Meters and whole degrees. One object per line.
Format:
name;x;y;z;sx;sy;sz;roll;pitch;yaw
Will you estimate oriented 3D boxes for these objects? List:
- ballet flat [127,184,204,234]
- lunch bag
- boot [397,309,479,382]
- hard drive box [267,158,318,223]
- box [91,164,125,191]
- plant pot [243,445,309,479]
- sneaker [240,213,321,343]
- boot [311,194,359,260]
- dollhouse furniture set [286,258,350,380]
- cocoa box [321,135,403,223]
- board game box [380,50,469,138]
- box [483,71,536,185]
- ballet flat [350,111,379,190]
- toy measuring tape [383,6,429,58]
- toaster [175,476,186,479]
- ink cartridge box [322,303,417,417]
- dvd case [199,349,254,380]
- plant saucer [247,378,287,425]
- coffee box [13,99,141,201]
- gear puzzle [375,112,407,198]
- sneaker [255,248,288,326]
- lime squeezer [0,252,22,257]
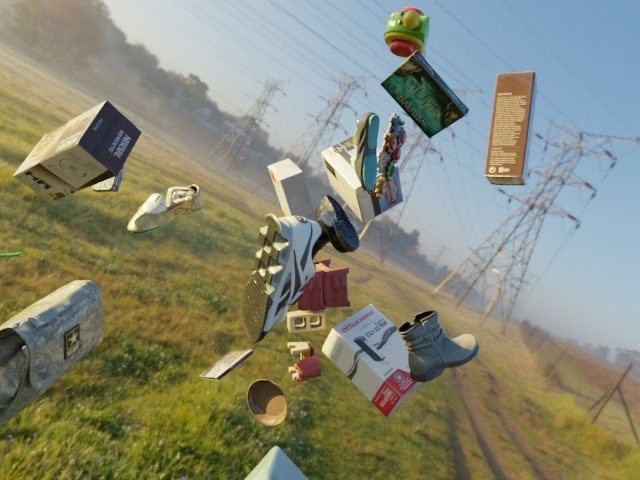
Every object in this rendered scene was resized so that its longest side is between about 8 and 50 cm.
ballet flat;-0.568;-0.130;1.628;0.123;0.123;0.348;32;33;15
lunch bag;-0.618;0.233;0.960;0.169;0.287;0.235;43;19;-6
boot;0.322;0.257;1.176;0.246;0.161;0.083;-18;9;-28
hard drive box;-0.097;-0.157;1.600;0.181;0.089;0.232;-129;-160;-59
box;-0.709;-0.209;1.471;0.136;0.094;0.027;3;-14;37
plant pot;-0.142;0.794;1.251;0.248;0.247;0.252;43;-7;10
sneaker;-0.081;0.097;0.991;0.146;0.331;0.122;-1;36;-37
boot;0.003;0.002;1.717;0.131;0.260;0.348;36;18;-29
dollhouse furniture set;-0.011;0.253;1.339;0.152;0.375;0.201;-4;8;-15
cocoa box;0.198;-0.303;2.085;0.347;0.227;0.232;54;-10;42
board game box;0.245;-0.342;1.049;0.186;0.026;0.126;43;-30;-12
box;0.720;-0.410;1.659;0.143;0.382;0.191;6;0;29
ballet flat;0.116;-0.236;1.173;0.074;0.204;0.074;2;15;-1
toy measuring tape;0.238;-0.551;1.225;0.121;0.122;0.330;32;8;8
toaster;-0.355;0.682;1.053;0.168;0.110;0.185;43;0;21
ink cartridge box;0.170;0.343;1.305;0.272;0.114;0.196;40;41;26
dvd case;-0.359;0.468;1.667;0.221;0.164;0.018;-23;-81;56
plant saucer;-0.215;0.667;1.834;0.198;0.199;0.036;33;20;19
coffee box;-0.639;-0.228;1.162;0.296;0.168;0.119;-11;-41;30
gear puzzle;0.280;-0.325;1.751;0.044;0.339;0.175;12;-15;28
sneaker;-0.173;0.141;1.558;0.145;0.386;0.147;12;14;25
lime squeezer;-1.147;0.013;1.473;0.310;0.110;0.059;30;-14;2
